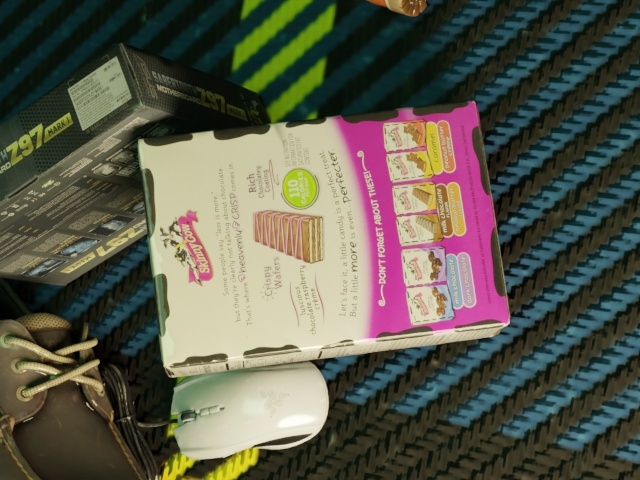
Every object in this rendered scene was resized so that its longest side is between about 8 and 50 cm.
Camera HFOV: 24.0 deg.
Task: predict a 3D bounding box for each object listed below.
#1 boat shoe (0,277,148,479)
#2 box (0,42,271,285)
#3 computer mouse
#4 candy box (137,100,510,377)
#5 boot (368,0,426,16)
[{"bbox_3d":[-0.236,0.114,1.147,0.355,0.132,0.130,36,110,33],"label":"boat shoe"},{"bbox_3d":[-0.173,-0.048,1.125,0.232,0.183,0.059,-30,69,23],"label":"box"},{"bbox_3d":[-0.085,0.128,1.134,0.193,0.042,0.106,-15,75,27],"label":"computer mouse"},{"bbox_3d":[0.000,0.000,1.029,0.233,0.071,0.159,-6,79,-4],"label":"candy box"},{"bbox_3d":[0.055,-0.250,1.101,0.084,0.059,0.158,22,95,34],"label":"boot"}]
